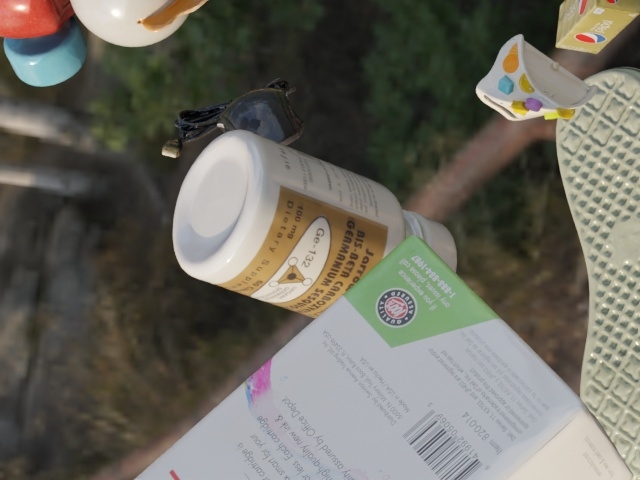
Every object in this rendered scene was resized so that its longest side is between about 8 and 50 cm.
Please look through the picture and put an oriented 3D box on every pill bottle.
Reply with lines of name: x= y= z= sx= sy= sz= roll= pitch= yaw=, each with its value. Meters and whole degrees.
pill bottle: x=0.000 y=0.000 z=1.390 sx=0.131 sy=0.229 sz=0.131 roll=-30 pitch=50 yaw=44

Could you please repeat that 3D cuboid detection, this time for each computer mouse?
computer mouse: x=-0.117 y=-0.148 z=1.989 sx=0.262 sy=0.184 sz=0.060 roll=-103 pitch=-10 yaw=-71

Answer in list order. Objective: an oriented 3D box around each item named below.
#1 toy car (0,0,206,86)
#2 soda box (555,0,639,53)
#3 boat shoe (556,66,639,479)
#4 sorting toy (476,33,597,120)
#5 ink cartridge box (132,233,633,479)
toy car: x=-0.177 y=-0.250 z=1.425 sx=0.210 sy=0.238 sz=0.219 roll=-56 pitch=-30 yaw=-29
soda box: x=0.350 y=-0.292 z=2.037 sx=0.181 sy=0.058 sz=0.061 roll=131 pitch=147 yaw=-78
boat shoe: x=0.357 y=0.071 z=1.648 sx=0.187 sy=0.156 sz=0.500 roll=-16 pitch=75 yaw=37
sorting toy: x=0.165 y=-0.118 z=1.300 sx=0.075 sy=0.083 sz=0.045 roll=-21 pitch=43 yaw=56
ink cartridge box: x=0.009 y=0.193 z=1.111 sx=0.207 sy=0.353 sz=0.119 roll=48 pitch=178 yaw=41
